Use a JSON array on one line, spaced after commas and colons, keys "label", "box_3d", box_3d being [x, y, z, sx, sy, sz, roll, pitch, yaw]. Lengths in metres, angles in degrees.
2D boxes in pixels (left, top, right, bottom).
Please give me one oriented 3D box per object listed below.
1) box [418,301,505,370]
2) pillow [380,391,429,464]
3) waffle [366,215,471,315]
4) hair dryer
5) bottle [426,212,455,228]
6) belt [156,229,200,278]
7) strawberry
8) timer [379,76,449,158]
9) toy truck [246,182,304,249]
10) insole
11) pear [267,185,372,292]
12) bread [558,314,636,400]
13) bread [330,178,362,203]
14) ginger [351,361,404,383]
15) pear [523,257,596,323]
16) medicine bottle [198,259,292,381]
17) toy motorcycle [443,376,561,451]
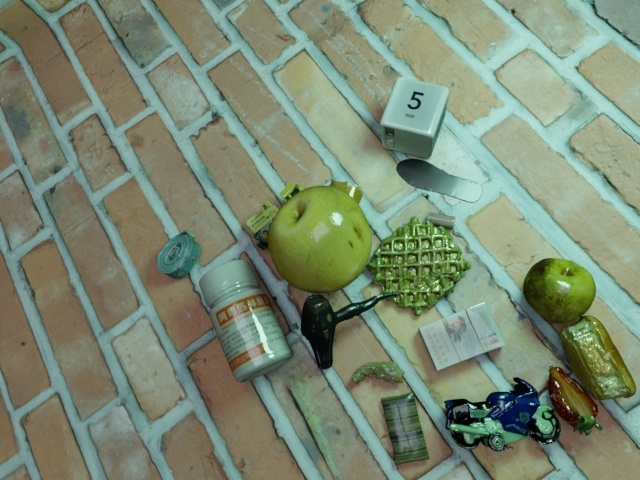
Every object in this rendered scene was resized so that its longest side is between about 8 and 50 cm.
[{"label": "box", "box_3d": [0.454, 0.312, 1.412, 0.233, 0.067, 0.149, -23, 73, 4]}, {"label": "pillow", "box_3d": [0.267, 0.597, 1.387, 0.113, 0.038, 0.203, -15, 72, 7]}, {"label": "waffle", "box_3d": [0.328, 0.083, 1.493, 0.317, 0.073, 0.297, -44, 71, 0]}, {"label": "hair dryer", "box_3d": [0.111, 0.263, 1.430, 0.359, 0.304, 0.120, -21, 33, -14]}, {"label": "bottle", "box_3d": [0.422, -0.070, 1.532, 0.096, 0.045, 0.045, 11, 78, 16]}, {"label": "belt", "box_3d": [-0.539, 0.063, 1.666, 0.163, 0.082, 0.148, -31, 61, 5]}, {"label": "strawberry", "box_3d": [0.734, 0.481, 1.291, 0.192, 0.085, 0.140, 39, 43, 9]}, {"label": "timer", "box_3d": [0.336, -0.437, 1.568, 0.194, 0.192, 0.195, 19, 80, 15]}, {"label": "toy truck", "box_3d": [-0.147, -0.093, 1.611, 0.272, 0.124, 0.157, -41, 66, 1]}, {"label": "insole", "box_3d": [0.429, -0.221, 1.590, 0.322, 0.007, 0.109, 22, 82, 15]}, {"label": "pear", "box_3d": [0.000, 0.000, 1.407, 0.348, 0.348, 0.348, -3, 75, 10]}, {"label": "bread", "box_3d": [0.807, 0.344, 1.278, 0.121, 0.174, 0.246, -18, 69, 4]}, {"label": "bread", "box_3d": [0.069, -0.127, 1.594, 0.134, 0.085, 0.173, 18, 79, 15]}, {"label": "ginger", "box_3d": [0.190, 0.437, 1.443, 0.173, 0.051, 0.069, -5, 69, 15]}, {"label": "pear", "box_3d": [0.728, 0.159, 1.342, 0.197, 0.197, 0.197, -3, 75, 10]}, {"label": "medicine bottle", "box_3d": [-0.259, 0.270, 1.488, 0.211, 0.211, 0.371, -28, 72, 3]}, {"label": "toy motorcycle", "box_3d": [0.541, 0.522, 1.316, 0.331, 0.125, 0.196, -7, 72, 6]}]
